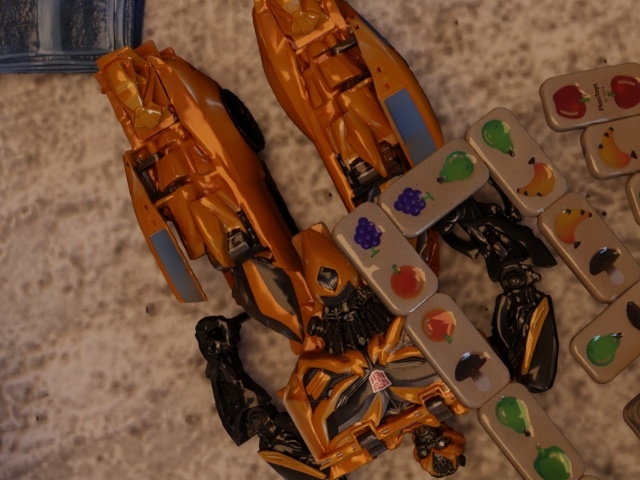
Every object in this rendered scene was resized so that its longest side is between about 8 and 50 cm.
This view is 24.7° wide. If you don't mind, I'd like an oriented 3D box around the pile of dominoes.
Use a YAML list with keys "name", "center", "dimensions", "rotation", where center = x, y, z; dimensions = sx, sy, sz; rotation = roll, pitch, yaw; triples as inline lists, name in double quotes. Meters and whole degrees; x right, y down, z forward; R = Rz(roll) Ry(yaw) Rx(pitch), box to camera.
- name: "pile of dominoes"
  center: [0.157, 0.032, 0.731]
  dimensions: [0.196, 0.040, 0.251]
  rotation: [-38, 85, -13]

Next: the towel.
- name: "towel"
  center: [-0.165, -0.133, 0.879]
  dimensions: [0.119, 0.029, 0.067]
  rotation: [1, 89, 16]

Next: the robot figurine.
- name: "robot figurine"
  center: [0.000, 0.000, 0.802]
  dimensions: [0.211, 0.085, 0.291]
  rotation: [-30, 82, 13]
